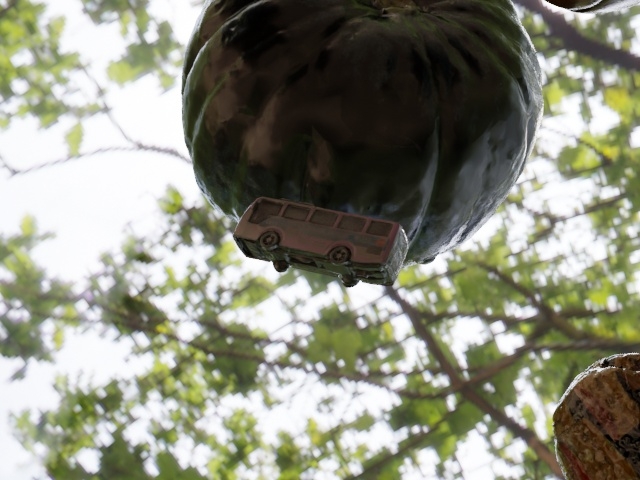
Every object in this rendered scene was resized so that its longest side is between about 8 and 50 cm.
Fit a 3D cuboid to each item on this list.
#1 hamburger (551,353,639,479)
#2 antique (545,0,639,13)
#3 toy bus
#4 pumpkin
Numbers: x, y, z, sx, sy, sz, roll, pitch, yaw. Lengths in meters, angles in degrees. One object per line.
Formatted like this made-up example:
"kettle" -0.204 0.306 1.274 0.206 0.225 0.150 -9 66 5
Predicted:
"hamburger" 0.381 0.252 1.596 0.231 0.231 0.107 6 -170 32
"antique" 0.215 -0.293 1.028 0.129 0.224 0.278 -8 -163 -23
"toy bus" 0.000 0.000 0.984 0.130 0.037 0.052 12 -117 26
"pumpkin" 0.040 -0.146 1.287 0.363 0.266 0.363 7 -131 -8
